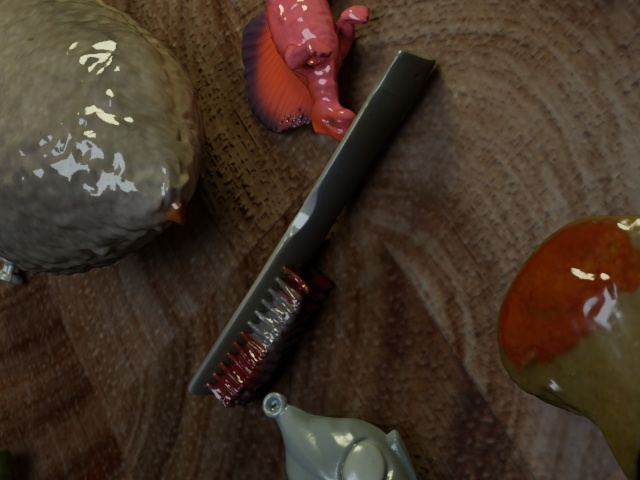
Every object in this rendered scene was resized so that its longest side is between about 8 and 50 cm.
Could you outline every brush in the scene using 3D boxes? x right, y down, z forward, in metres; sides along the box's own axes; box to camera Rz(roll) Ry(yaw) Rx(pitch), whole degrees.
[{"bbox_3d":[0.000,0.000,0.959,0.050,0.060,0.321,40,110,24],"label":"brush"}]

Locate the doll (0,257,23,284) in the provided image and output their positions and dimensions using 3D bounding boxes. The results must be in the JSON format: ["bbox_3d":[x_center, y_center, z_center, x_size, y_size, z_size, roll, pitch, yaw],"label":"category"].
[{"bbox_3d":[-0.295,0.000,1.224,0.058,0.040,0.085,-5,75,53],"label":"doll"}]

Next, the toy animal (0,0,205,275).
[{"bbox_3d":[-0.212,-0.084,1.059,0.226,0.188,0.358,-57,40,9],"label":"toy animal"}]

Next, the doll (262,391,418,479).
[{"bbox_3d":[0.035,0.188,0.891,0.102,0.075,0.227,-46,66,6],"label":"doll"}]

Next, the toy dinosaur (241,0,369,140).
[{"bbox_3d":[-0.036,-0.184,1.030,0.139,0.070,0.286,-56,48,48],"label":"toy dinosaur"}]

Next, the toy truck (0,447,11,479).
[{"bbox_3d":[-0.362,0.309,1.176,0.211,0.148,0.187,-25,68,13],"label":"toy truck"}]

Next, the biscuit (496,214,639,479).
[{"bbox_3d":[0.293,0.106,0.679,0.368,0.076,0.394,-37,61,31],"label":"biscuit"}]
